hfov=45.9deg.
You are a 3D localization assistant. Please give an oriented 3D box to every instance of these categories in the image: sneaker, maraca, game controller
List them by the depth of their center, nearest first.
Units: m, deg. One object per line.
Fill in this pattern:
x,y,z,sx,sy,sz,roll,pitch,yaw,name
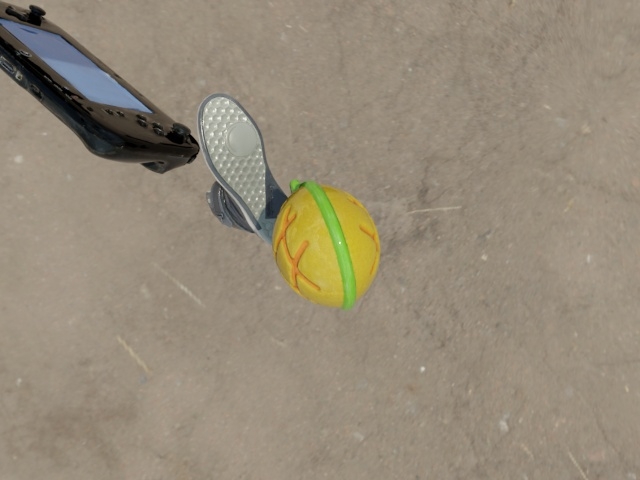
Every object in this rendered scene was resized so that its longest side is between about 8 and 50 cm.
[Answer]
0.000,0.000,0.736,0.099,0.185,0.127,-14,105,-11,maraca
-0.276,-0.180,0.830,0.319,0.166,0.067,39,99,20,game controller
-0.126,-0.100,1.043,0.086,0.163,0.226,-34,116,-17,sneaker
